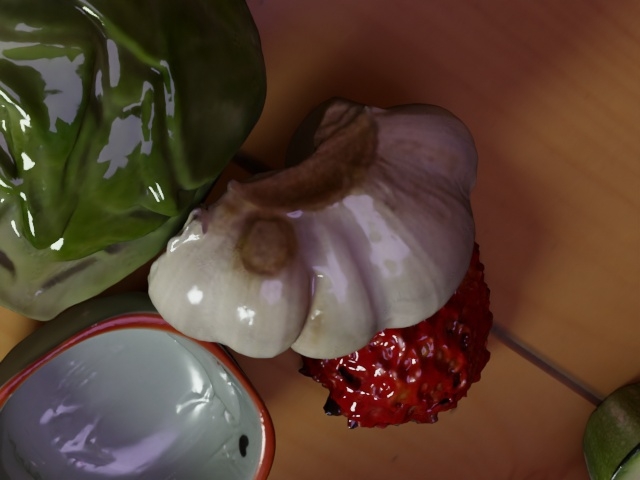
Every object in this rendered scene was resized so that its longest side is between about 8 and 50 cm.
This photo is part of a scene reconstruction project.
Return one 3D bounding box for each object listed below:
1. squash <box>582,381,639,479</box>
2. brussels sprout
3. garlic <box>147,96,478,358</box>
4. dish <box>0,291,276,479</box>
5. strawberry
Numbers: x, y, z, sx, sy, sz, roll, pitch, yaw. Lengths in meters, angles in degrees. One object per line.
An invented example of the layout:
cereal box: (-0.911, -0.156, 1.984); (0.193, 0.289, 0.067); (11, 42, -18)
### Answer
squash: (0.328, 0.215, 1.660); (0.170, 0.123, 0.170); (-6, 115, -13)
brussels sprout: (-0.198, -0.111, 1.313); (0.328, 0.247, 0.328); (-5, 110, -13)
garlic: (0.015, 0.007, 1.402); (0.184, 0.203, 0.281); (42, 72, 9)
dish: (-0.173, 0.153, 1.503); (0.256, 0.117, 0.256); (-6, 115, -13)
strawberry: (0.077, 0.063, 1.534); (0.190, 0.111, 0.237); (4, 111, -14)
